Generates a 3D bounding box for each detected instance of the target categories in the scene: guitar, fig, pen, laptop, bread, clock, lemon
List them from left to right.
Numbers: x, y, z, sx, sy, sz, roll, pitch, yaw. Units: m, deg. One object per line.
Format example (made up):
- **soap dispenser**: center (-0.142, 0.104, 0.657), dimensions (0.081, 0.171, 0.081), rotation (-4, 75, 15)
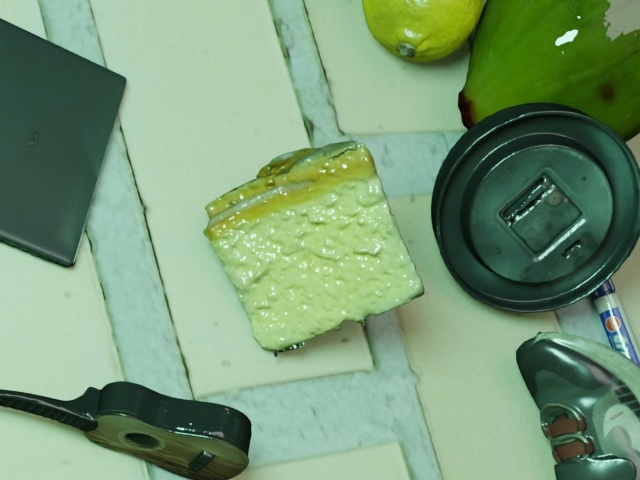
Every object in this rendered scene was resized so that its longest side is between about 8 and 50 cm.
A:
- **laptop**: center (-0.225, -0.078, 1.374), dimensions (0.129, 0.016, 0.180), rotation (25, 59, -21)
- **guitar**: center (-0.180, 0.120, 1.285), dimensions (0.271, 0.084, 0.038), rotation (17, 57, -18)
- **bread**: center (0.000, 0.000, 1.403), dimensions (0.127, 0.152, 0.147), rotation (-28, 94, -36)
- **lemon**: center (0.090, -0.214, 1.576), dimensions (0.109, 0.109, 0.133), rotation (31, 53, -17)
- **clock**: center (0.182, -0.029, 1.520), dimensions (0.184, 0.184, 0.040), rotation (26, 15, -20)
- **fig**: center (0.213, -0.170, 1.586), dimensions (0.225, 0.203, 0.203), rotation (-25, 83, -18)
- **pen**: center (0.269, 0.088, 1.604), dimensions (0.025, 0.025, 0.204), rotation (-11, 75, -35)

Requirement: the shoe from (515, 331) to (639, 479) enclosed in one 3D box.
- **shoe**: center (0.244, 0.177, 1.509), dimensions (0.227, 0.099, 0.112), rotation (41, 61, -11)
